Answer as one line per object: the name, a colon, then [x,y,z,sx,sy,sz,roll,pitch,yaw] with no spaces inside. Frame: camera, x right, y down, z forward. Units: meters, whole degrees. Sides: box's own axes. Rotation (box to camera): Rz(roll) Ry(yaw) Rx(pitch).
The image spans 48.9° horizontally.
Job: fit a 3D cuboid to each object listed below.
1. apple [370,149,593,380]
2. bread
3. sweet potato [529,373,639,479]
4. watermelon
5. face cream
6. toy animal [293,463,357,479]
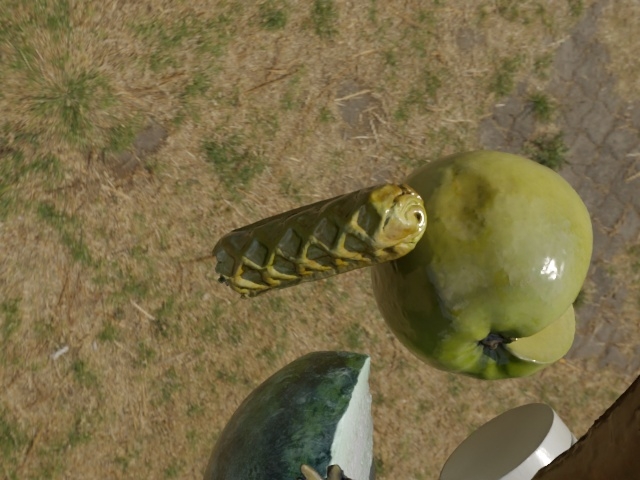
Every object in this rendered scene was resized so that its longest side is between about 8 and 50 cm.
apple: [0.206,0.036,0.898,0.291,0.254,0.292,2,137,2]
bread: [-0.001,0.000,0.814,0.098,0.269,0.087,37,46,-44]
sweet potato: [0.193,0.058,0.266,0.114,0.341,0.092,-28,76,-33]
watermelon: [-0.034,0.312,0.880,0.289,0.320,0.213,-28,138,33]
face cream: [0.264,0.319,0.889,0.177,0.177,0.153,-37,92,-9]
toy animal: [0.055,0.294,0.589,0.186,0.214,0.093,38,112,-25]
